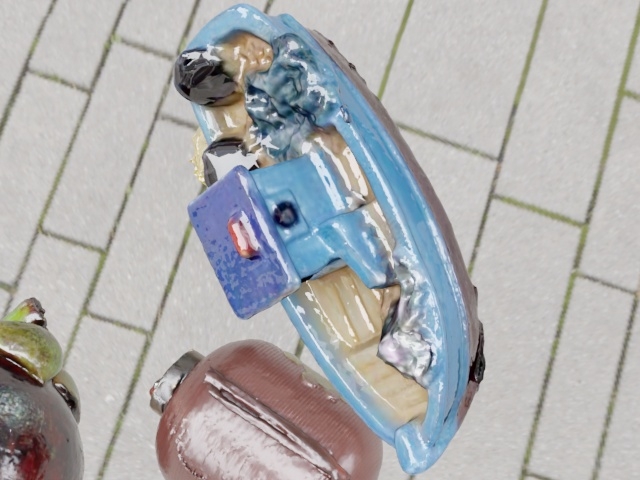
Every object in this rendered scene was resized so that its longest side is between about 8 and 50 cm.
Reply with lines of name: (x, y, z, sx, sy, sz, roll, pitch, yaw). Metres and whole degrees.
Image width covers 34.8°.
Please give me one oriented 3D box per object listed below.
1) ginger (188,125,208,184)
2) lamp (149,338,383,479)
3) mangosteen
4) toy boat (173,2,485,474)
ginger: (-0.062, -0.114, 1.090, 0.216, 0.102, 0.157, 2, 65, 36)
lamp: (-0.051, 0.193, 0.969, 0.258, 0.180, 0.180, 34, 75, 12)
mangosteen: (-0.380, 0.217, 1.085, 0.300, 0.300, 0.300, 1, 77, -6)
toy boat: (0.000, 0.000, 0.461, 0.097, 0.100, 0.223, -23, 83, -43)
